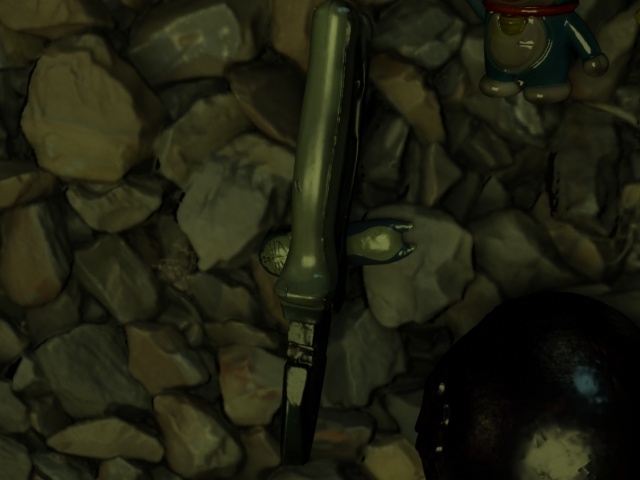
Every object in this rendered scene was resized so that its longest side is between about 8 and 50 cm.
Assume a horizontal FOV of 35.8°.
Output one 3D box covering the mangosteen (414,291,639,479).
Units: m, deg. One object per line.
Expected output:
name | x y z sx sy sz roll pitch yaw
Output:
mangosteen | 0.180 0.131 0.670 0.230 0.194 0.194 2 108 -12

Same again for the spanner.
spanner | 0.000 0.000 0.690 0.040 0.095 0.325 8 97 13

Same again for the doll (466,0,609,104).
doll | 0.136 -0.166 0.640 0.114 0.085 0.152 16 121 30

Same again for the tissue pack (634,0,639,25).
tissue pack | 0.278 -0.137 0.576 0.169 0.120 0.082 21 109 18

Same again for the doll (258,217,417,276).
doll | 0.011 0.005 0.750 0.125 0.027 0.037 -9 96 18
